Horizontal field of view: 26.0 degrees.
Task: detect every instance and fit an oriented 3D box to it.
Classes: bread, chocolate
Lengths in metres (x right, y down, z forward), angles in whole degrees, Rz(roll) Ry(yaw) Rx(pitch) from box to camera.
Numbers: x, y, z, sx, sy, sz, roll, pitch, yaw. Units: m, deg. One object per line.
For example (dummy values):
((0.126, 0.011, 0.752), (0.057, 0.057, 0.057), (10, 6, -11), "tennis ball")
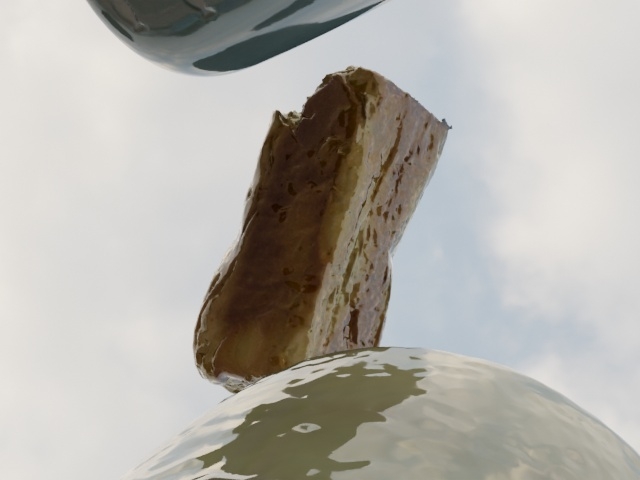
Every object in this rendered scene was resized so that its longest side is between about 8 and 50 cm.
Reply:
((-0.003, 0.000, 1.372), (0.149, 0.195, 0.343), (11, -103, 36), "bread")
((0.041, 0.200, 0.585), (0.326, 0.297, 0.314), (23, -63, 24), "chocolate")

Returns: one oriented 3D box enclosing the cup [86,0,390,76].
((-0.069, -0.318, 1.059), (0.275, 0.259, 0.356), (-25, -85, 28), "cup")
